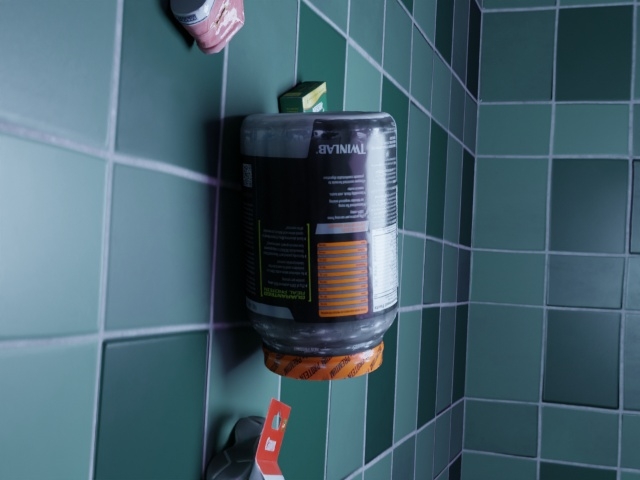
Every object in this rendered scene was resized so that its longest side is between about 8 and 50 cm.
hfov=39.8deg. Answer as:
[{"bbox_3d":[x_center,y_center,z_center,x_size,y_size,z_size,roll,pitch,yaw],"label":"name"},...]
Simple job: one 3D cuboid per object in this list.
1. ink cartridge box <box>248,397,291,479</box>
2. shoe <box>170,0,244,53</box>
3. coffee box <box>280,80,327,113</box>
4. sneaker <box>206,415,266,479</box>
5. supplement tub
[{"bbox_3d":[-0.062,0.334,1.158,0.189,0.066,0.232,70,39,-75],"label":"ink cartridge box"},{"bbox_3d":[-0.118,-0.306,1.024,0.081,0.063,0.178,58,43,-61],"label":"shoe"},{"bbox_3d":[-0.018,-0.144,1.359,0.113,0.040,0.184,-48,136,-62],"label":"coffee box"},{"bbox_3d":[-0.101,0.291,1.147,0.152,0.053,0.061,-48,139,-63],"label":"sneaker"},{"bbox_3d":[0.000,0.000,1.173,0.207,0.207,0.338,-27,118,-69],"label":"supplement tub"}]
